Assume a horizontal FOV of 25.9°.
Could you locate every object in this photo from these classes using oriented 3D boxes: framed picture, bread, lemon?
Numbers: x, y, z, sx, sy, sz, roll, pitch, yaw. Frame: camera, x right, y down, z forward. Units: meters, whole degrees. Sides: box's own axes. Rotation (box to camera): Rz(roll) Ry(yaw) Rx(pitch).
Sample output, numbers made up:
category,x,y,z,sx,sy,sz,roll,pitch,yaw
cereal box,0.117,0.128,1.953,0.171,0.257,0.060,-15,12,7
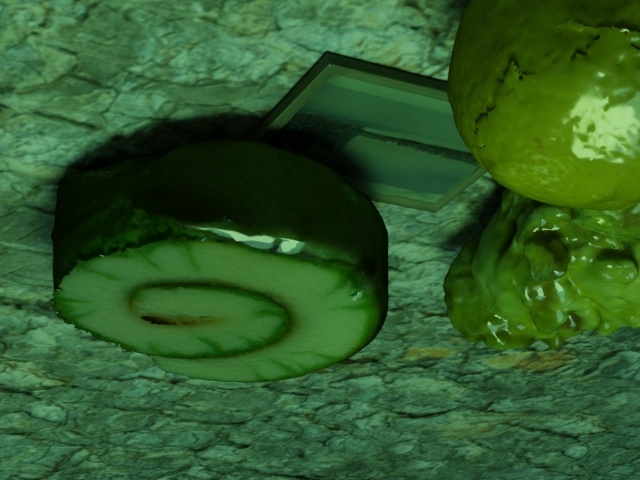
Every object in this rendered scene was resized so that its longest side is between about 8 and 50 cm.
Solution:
category,x,y,z,sx,sy,sz,roll,pitch,yaw
framed picture,0.072,-0.106,1.476,0.289,0.016,0.213,9,147,-33
bread,-0.110,0.031,1.516,0.366,0.129,0.382,5,150,-9
lemon,0.240,-0.153,1.205,0.261,0.260,0.284,19,137,-43

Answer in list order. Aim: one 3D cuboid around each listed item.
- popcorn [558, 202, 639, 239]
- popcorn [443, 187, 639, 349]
category,x,y,z,sx,sy,sz,roll,pitch,yaw
popcorn,0.326,-0.099,1.422,0.198,0.212,0.198,19,156,9
popcorn,0.291,0.033,1.618,0.225,0.173,0.286,17,143,-17
